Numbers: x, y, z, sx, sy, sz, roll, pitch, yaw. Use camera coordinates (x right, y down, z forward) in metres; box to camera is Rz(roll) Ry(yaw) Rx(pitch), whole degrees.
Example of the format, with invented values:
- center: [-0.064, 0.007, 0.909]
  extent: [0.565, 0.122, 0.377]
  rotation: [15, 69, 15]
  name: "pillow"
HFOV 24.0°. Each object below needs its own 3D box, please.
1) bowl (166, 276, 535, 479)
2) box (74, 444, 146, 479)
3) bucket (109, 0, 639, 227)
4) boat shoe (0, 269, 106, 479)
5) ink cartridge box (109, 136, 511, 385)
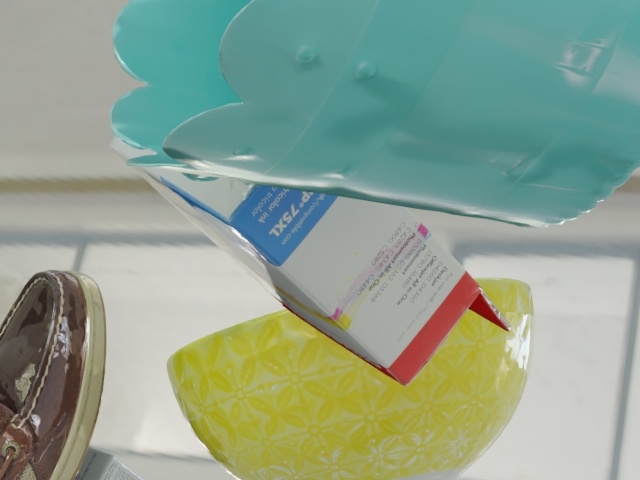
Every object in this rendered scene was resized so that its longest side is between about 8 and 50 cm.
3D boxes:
- center: [0.037, 0.140, 1.160]
  extent: [0.289, 0.156, 0.289]
  rotation: [-11, -13, -3]
  name: "bowl"
- center: [-0.209, 0.255, 1.331]
  extent: [0.072, 0.126, 0.137]
  rotation: [17, -21, 27]
  name: "box"
- center: [0.039, -0.141, 0.630]
  extent: [0.183, 0.281, 0.281]
  rotation: [15, -21, -21]
  name: "bucket"
- center: [-0.274, 0.172, 1.180]
  extent: [0.123, 0.342, 0.123]
  rotation: [28, -12, -37]
  name: "boat shoe"
- center: [0.000, 0.000, 0.884]
  extent: [0.134, 0.078, 0.231]
  rotation: [31, -11, 48]
  name: "ink cartridge box"
